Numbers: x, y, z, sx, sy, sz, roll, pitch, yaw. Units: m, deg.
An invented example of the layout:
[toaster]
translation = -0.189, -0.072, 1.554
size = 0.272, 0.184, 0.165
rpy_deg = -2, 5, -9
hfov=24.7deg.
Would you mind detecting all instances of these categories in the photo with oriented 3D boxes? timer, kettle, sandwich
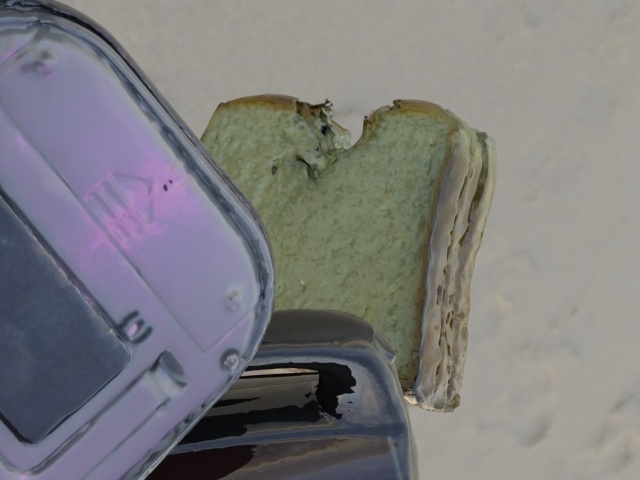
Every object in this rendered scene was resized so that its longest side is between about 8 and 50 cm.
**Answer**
[timer]
translation = -0.125, 0.014, 0.603
size = 0.191, 0.069, 0.208
rpy_deg = -46, 115, -13
[kettle]
translation = -0.065, 0.122, 0.781
size = 0.232, 0.144, 0.202
rpy_deg = -14, 126, -4
[sandwich]
translation = 0.001, 0.000, 1.209
size = 0.095, 0.273, 0.248
rpy_deg = 25, 74, -55
